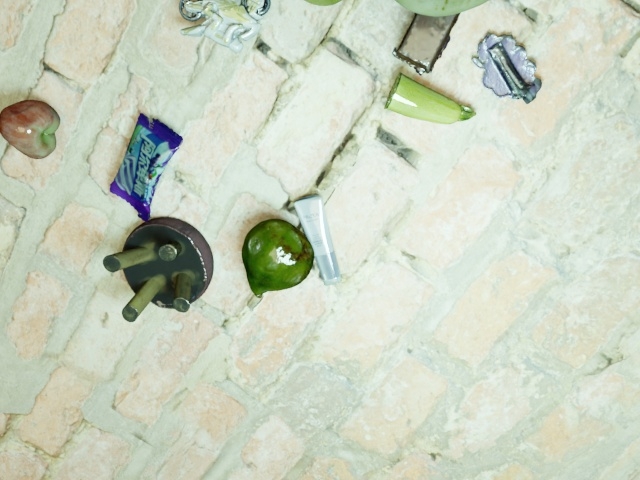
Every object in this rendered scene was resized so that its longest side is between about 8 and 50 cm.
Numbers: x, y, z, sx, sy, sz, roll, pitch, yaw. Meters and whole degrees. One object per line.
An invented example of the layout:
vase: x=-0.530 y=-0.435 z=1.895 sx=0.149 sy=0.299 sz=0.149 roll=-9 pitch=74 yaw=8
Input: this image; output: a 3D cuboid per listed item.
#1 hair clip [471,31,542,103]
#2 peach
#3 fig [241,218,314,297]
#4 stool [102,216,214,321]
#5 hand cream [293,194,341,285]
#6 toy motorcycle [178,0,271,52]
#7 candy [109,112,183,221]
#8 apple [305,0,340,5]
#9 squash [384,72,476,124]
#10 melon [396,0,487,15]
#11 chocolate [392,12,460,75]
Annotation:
hair clip: x=0.444 y=-0.407 z=1.355 sx=0.124 sy=0.052 sz=0.195 roll=-37 pitch=96 yaw=12
peach: x=-0.774 y=-0.304 z=1.510 sx=0.151 sy=0.152 sz=0.152 roll=2 pitch=109 yaw=6
fig: x=-0.127 y=0.063 z=1.515 sx=0.195 sy=0.195 sz=0.245 roll=31 pitch=107 yaw=-4
stool: x=-0.445 y=0.086 z=1.568 sx=0.271 sy=0.178 sz=0.272 roll=2 pitch=108 yaw=5
hand cream: x=0.000 y=0.000 z=1.551 sx=0.079 sy=0.048 sz=0.255 roll=-14 pitch=106 yaw=13
toy motorcycle: x=-0.231 y=-0.535 z=1.384 sx=0.228 sy=0.074 sz=0.151 roll=-5 pitch=103 yaw=-1
candy: x=-0.477 y=-0.196 z=1.537 sx=0.145 sy=0.070 sz=0.275 roll=32 pitch=112 yaw=5
apple: x=0.027 y=-0.733 z=1.250 sx=0.320 sy=0.311 sz=0.361 roll=-2 pitch=121 yaw=51
squash: x=0.275 y=-0.335 z=1.389 sx=0.224 sy=0.094 sz=0.094 roll=16 pitch=110 yaw=-5
melon: x=0.253 y=-0.575 z=1.102 sx=0.307 sy=0.272 sz=0.272 roll=-24 pitch=105 yaw=22
chocolate: x=0.281 y=-0.539 z=1.296 sx=0.111 sy=0.112 sz=0.321 roll=28 pitch=110 yaw=0
